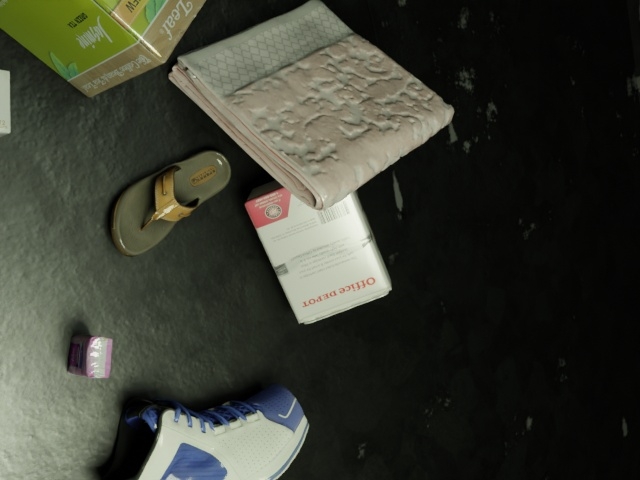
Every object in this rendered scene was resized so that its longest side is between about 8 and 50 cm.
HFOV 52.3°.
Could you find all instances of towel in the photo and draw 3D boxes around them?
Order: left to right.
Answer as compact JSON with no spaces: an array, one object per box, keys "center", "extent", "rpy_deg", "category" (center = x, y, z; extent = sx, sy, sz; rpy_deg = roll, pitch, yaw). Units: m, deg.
[{"center":[-0.001,-0.221,0.975],"extent":[0.317,0.053,0.332],"rpy_deg":[43,53,14],"category":"towel"}]

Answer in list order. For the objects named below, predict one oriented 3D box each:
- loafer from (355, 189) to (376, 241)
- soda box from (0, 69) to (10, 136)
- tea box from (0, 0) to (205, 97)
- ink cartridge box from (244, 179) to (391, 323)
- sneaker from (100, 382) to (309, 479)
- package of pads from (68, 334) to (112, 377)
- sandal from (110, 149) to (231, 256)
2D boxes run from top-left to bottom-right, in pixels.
[{"center":[0.018,-0.112,1.080],"extent":[0.109,0.095,0.303],"rpy_deg":[-32,109,-37],"category":"loafer"},{"center":[-0.450,-0.154,0.688],"extent":[0.216,0.069,0.074],"rpy_deg":[-1,89,-41],"category":"soda box"},{"center":[-0.271,-0.407,0.751],"extent":[0.323,0.220,0.329],"rpy_deg":[40,64,-34],"category":"tea box"},{"center":[0.000,0.000,1.015],"extent":[0.092,0.158,0.218],"rpy_deg":[-87,155,-72],"category":"ink cartridge box"},{"center":[-0.165,0.272,0.889],"extent":[0.315,0.127,0.182],"rpy_deg":[-34,113,-35],"category":"sneaker"},{"center":[-0.288,0.144,0.814],"extent":[0.032,0.083,0.050],"rpy_deg":[11,78,-36],"category":"package of pads"},{"center":[-0.199,-0.060,0.911],"extent":[0.219,0.060,0.090],"rpy_deg":[-38,113,-36],"category":"sandal"}]
